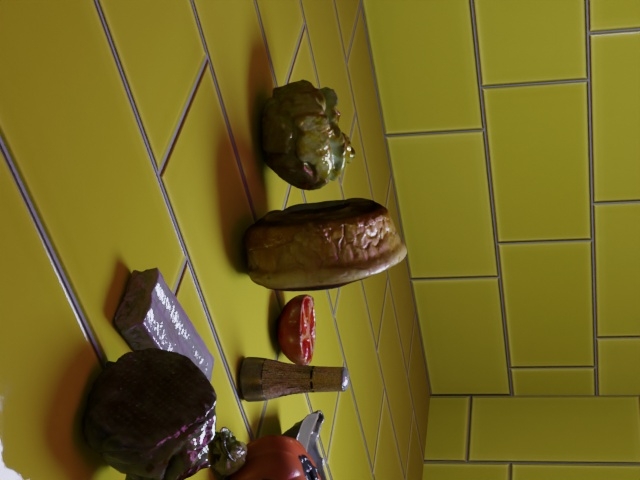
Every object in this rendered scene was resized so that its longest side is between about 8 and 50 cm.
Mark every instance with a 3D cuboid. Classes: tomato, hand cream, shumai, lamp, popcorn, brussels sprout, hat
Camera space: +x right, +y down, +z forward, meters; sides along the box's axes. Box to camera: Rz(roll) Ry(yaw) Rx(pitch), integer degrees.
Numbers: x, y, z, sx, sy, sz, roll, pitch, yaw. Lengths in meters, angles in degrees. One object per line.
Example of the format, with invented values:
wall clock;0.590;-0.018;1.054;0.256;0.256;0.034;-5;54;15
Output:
tomato;-0.056;0.186;2.238;0.155;0.069;0.155;-1;90;-80
hand cream;-0.045;0.253;1.984;0.084;0.203;0.084;-3;90;-75
shumai;-0.222;0.242;1.417;0.184;0.184;0.142;-77;-177;-49
lamp;-0.085;0.439;1.896;0.187;0.164;0.187;58;13;-22
popcorn;-0.032;-0.212;2.184;0.204;0.183;0.221;73;2;-87
brussels sprout;-0.155;0.355;1.833;0.085;0.058;0.085;55;24;-39
hat;-0.046;0.447;2.130;0.244;0.149;0.214;21;53;-62

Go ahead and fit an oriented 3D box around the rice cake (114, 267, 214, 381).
rice cake;-0.220;0.153;1.593;0.298;0.050;0.106;69;23;-53

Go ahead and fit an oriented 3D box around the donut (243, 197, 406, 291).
donut;0.000;0.000;2.049;0.330;0.330;0.160;-39;114;-74
